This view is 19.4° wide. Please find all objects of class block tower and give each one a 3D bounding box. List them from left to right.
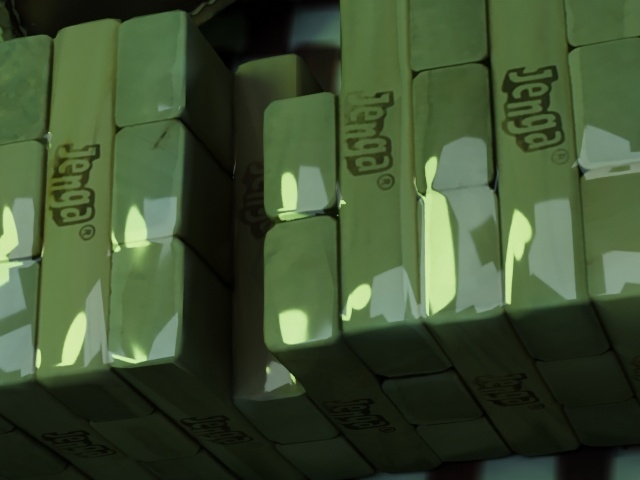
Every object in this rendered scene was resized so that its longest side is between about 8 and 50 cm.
[{"bbox_3d":[0.000,0.000,0.436,0.336,0.097,0.091,-9,65,16],"label":"block tower"}]

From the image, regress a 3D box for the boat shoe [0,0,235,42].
[{"bbox_3d":[0.005,-0.137,0.480,0.257,0.095,0.095,-52,39,-9],"label":"boat shoe"}]
